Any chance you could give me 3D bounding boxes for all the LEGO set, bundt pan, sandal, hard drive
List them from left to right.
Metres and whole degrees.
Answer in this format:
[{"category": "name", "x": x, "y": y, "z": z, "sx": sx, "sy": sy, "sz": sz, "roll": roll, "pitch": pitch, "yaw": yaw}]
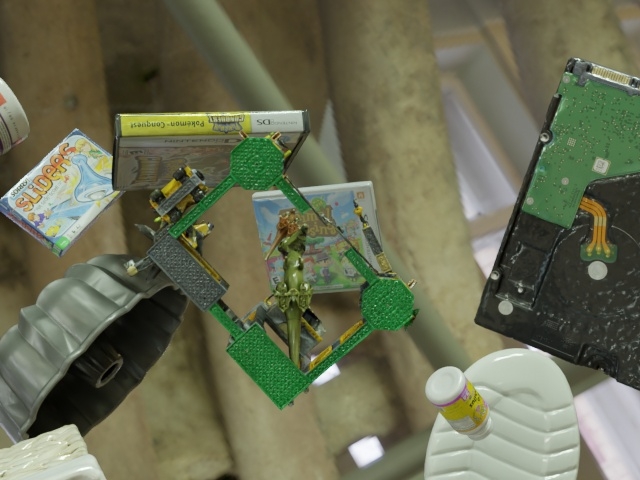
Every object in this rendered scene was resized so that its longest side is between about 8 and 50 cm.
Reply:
[{"category": "bundt pan", "x": -0.338, "y": 0.147, "z": 1.573, "sx": 0.331, "sy": 0.124, "sz": 0.331, "roll": -47, "pitch": -12, "yaw": -14}, {"category": "LEGO set", "x": -0.053, "y": 0.031, "z": 1.349, "sx": 0.255, "sy": 0.331, "sz": 0.192, "roll": -50, "pitch": 4, "yaw": 4}, {"category": "sandal", "x": 0.186, "y": 0.326, "z": 1.256, "sx": 0.170, "sy": 0.416, "sz": 0.102, "roll": 10, "pitch": -15, "yaw": -2}, {"category": "hard drive", "x": 0.343, "y": -0.017, "z": 1.302, "sx": 0.064, "sy": 0.237, "sz": 0.338, "roll": -26, "pitch": -45, "yaw": -67}]

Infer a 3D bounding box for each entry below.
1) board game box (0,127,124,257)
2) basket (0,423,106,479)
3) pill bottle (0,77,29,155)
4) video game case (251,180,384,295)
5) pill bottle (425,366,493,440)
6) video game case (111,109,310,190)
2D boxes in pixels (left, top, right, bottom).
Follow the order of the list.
[{"category": "board game box", "x": -0.431, "y": -0.083, "z": 1.917, "sx": 0.201, "sy": 0.136, "sz": 0.035, "roll": -52, "pitch": 0, "yaw": -33}, {"category": "basket", "x": -0.203, "y": 0.201, "z": 0.705, "sx": 0.167, "sy": 0.113, "sz": 0.103, "roll": -21, "pitch": 15, "yaw": -11}, {"category": "pill bottle", "x": -0.461, "y": -0.119, "z": 1.359, "sx": 0.193, "sy": 0.108, "sz": 0.108, "roll": -40, "pitch": -6, "yaw": -27}, {"category": "video game case", "x": 0.000, "y": 0.000, "z": 1.943, "sx": 0.213, "sy": 0.193, "sz": 0.023, "roll": -5, "pitch": 20, "yaw": 15}, {"category": "pill bottle", "x": 0.143, "y": 0.167, "z": 1.131, "sx": 0.043, "sy": 0.043, "sz": 0.083, "roll": -32, "pitch": -55, "yaw": 11}, {"category": "video game case", "x": -0.160, "y": -0.119, "z": 1.549, "sx": 0.248, "sy": 0.035, "sz": 0.275, "roll": -3, "pitch": -12, "yaw": -12}]
